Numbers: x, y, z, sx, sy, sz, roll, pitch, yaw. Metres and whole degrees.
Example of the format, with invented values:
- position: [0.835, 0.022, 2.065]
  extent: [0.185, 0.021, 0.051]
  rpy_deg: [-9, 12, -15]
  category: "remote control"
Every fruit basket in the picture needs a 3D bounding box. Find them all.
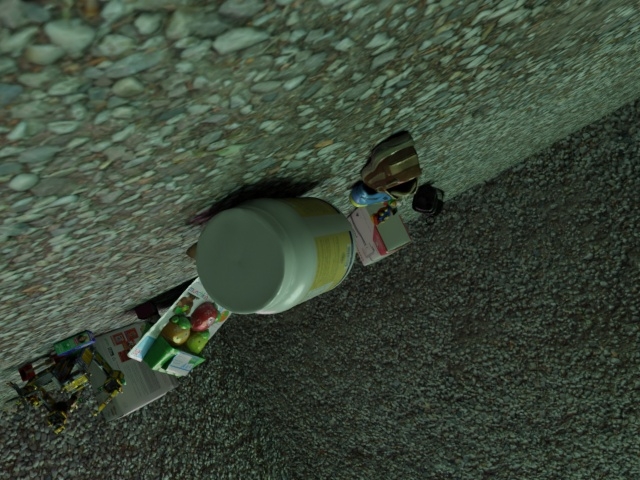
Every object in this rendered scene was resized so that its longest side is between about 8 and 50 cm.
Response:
- position: [-0.451, 0.309, 1.737]
  extent: [0.353, 0.165, 0.327]
  rpy_deg: [-44, 152, -5]
  category: "fruit basket"

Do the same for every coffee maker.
- position: [0.472, -0.152, 2.141]
  extent: [0.120, 0.171, 0.178]
  rpy_deg: [-11, 178, 24]
  category: "coffee maker"

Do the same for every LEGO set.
- position: [-0.842, 0.511, 1.655]
  extent: [0.331, 0.255, 0.192]
  rpy_deg: [-23, -161, -6]
  category: "LEGO set"

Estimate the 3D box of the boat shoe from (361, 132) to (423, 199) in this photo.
- position: [0.178, -0.154, 1.222]
  extent: [0.123, 0.116, 0.324]
  rpy_deg: [-26, 173, 1]
  category: "boat shoe"

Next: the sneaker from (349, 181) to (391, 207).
- position: [0.180, -0.155, 1.441]
  extent: [0.209, 0.069, 0.082]
  rpy_deg: [-22, 168, -34]
  category: "sneaker"

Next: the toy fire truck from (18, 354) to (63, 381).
- position: [-0.952, 0.431, 1.764]
  extent: [0.192, 0.047, 0.135]
  rpy_deg: [-28, 172, 12]
  category: "toy fire truck"

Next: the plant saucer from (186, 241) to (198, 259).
- position: [-0.239, 0.008, 1.252]
  extent: [0.198, 0.036, 0.198]
  rpy_deg: [-25, 173, -3]
  category: "plant saucer"

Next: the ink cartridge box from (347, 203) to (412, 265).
- position: [0.210, -0.034, 1.881]
  extent: [0.117, 0.207, 0.283]
  rpy_deg: [-23, 173, -17]
  category: "ink cartridge box"

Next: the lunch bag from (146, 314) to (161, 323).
- position: [-0.611, 0.283, 1.808]
  extent: [0.053, 0.071, 0.083]
  rpy_deg: [-31, 177, -32]
  category: "lunch bag"

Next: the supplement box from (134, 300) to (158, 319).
- position: [-0.586, 0.238, 1.671]
  extent: [0.055, 0.043, 0.083]
  rpy_deg: [-25, 173, -8]
  category: "supplement box"

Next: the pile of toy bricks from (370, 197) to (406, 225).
- position: [0.186, -0.133, 1.592]
  extent: [0.105, 0.118, 0.212]
  rpy_deg: [2, -152, 33]
  category: "pile of toy bricks"

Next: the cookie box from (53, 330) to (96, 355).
- position: [-0.804, 0.338, 1.622]
  extent: [0.107, 0.040, 0.092]
  rpy_deg: [-24, 174, -19]
  category: "cookie box"

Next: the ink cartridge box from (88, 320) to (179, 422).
- position: [-0.745, 0.499, 1.933]
  extent: [0.130, 0.309, 0.272]
  rpy_deg: [-30, 172, 33]
  category: "ink cartridge box"

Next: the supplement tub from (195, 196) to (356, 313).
- position: [-0.085, 0.025, 1.078]
  extent: [0.241, 0.241, 0.331]
  rpy_deg: [-29, 172, 25]
  category: "supplement tub"
